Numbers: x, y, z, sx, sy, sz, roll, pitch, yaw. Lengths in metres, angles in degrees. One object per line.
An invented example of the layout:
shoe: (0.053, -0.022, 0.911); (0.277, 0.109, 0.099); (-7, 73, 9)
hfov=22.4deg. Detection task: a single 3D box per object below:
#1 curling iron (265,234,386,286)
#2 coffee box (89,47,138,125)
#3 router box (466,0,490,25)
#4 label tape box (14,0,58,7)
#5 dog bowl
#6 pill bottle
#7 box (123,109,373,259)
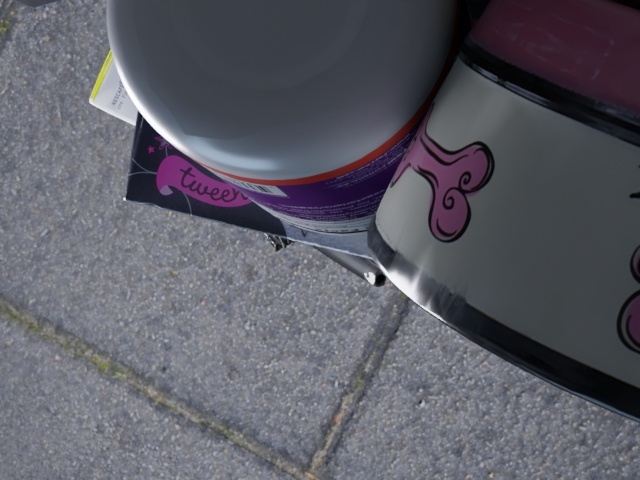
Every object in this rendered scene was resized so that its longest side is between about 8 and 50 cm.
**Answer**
curling iron: (0.000, 0.000, 1.677); (0.274, 0.035, 0.068); (26, 145, 59)
coffee box: (-0.041, -0.248, 1.822); (0.334, 0.338, 0.337); (25, -174, -10)
router box: (0.049, -0.222, 1.281); (0.301, 0.082, 0.335); (5, -164, -23)
label tape box: (-0.116, -0.227, 0.995); (0.240, 0.106, 0.333); (-10, 171, 25)
dog bowl: (0.235, -0.019, 0.770); (0.408, 0.150, 0.408); (13, -166, -3)
pill bottle: (0.003, -0.103, 0.949); (0.181, 0.181, 0.323); (28, 179, 13)
box: (-0.006, -0.088, 1.231); (0.247, 0.163, 0.142); (14, -163, 10)
